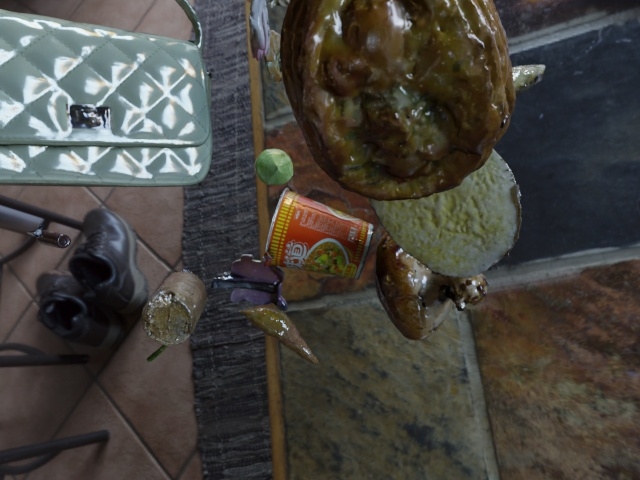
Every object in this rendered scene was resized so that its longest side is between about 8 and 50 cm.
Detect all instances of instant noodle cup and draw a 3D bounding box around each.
[{"bbox_3d":[0.000,0.000,0.978,0.212,0.193,0.193,16,81,1],"label":"instant noodle cup"}]

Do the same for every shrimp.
[{"bbox_3d":[-0.086,-0.389,0.967,0.041,0.180,0.099,-2,89,14],"label":"shrimp"}]

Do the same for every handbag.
[{"bbox_3d":[-0.222,-0.158,0.405,0.079,0.256,0.219,8,102,55],"label":"handbag"}]

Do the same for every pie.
[{"bbox_3d":[0.341,-0.323,1.022,0.339,0.339,0.077,-25,100,14],"label":"pie"}]

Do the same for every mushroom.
[{"bbox_3d":[0.249,0.101,1.032,0.255,0.267,0.267,16,82,18],"label":"mushroom"}]

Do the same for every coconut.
[{"bbox_3d":[-0.104,-0.162,0.976,0.087,0.088,0.096,-62,21,-3],"label":"coconut"}]

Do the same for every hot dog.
[{"bbox_3d":[0.075,-0.146,0.424,0.196,0.272,0.122,-15,53,15],"label":"hot dog"}]

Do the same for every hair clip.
[{"bbox_3d":[-0.171,0.101,1.078,0.187,0.056,0.146,3,117,-1],"label":"hair clip"}]

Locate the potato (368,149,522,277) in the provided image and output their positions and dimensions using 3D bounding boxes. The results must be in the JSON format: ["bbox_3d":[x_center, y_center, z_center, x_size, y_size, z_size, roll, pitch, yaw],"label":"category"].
[{"bbox_3d":[0.234,-0.084,0.817,0.299,0.116,0.239,46,117,10],"label":"potato"}]

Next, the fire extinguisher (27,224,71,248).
[{"bbox_3d":[-0.457,-0.006,0.721,0.100,0.046,0.032,8,98,33],"label":"fire extinguisher"}]

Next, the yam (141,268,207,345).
[{"bbox_3d":[-0.345,0.161,1.060,0.129,0.238,0.128,32,94,-13],"label":"yam"}]

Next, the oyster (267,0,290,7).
[{"bbox_3d":[-0.143,-0.620,0.906,0.100,0.271,0.275,-40,43,45],"label":"oyster"}]

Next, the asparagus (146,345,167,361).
[{"bbox_3d":[-0.414,0.280,1.168,0.127,0.015,0.018,-42,66,8],"label":"asparagus"}]

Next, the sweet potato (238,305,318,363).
[{"bbox_3d":[-0.080,0.207,1.006,0.226,0.068,0.068,38,92,-13],"label":"sweet potato"}]

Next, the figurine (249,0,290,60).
[{"bbox_3d":[-0.016,-0.390,0.444,0.207,0.284,0.315,-16,76,-5],"label":"figurine"}]
